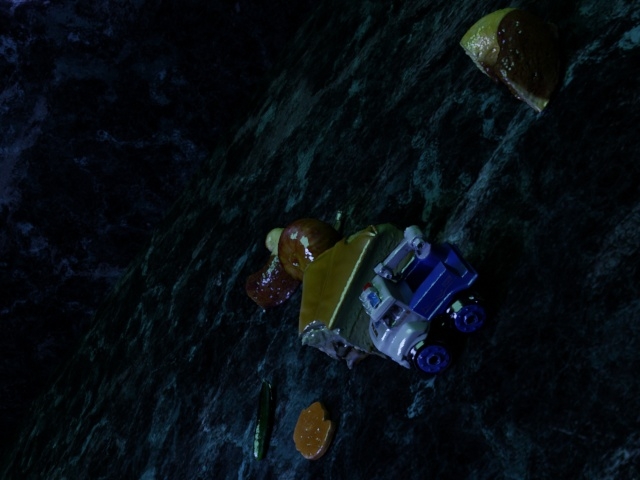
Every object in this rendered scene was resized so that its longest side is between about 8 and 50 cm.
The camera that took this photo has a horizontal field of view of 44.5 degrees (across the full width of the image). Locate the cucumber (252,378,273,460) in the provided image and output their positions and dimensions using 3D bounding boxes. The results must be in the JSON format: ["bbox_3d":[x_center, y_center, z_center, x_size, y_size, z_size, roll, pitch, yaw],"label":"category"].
[{"bbox_3d":[-0.121,0.384,1.683,0.036,0.033,0.184,-14,47,24],"label":"cucumber"}]

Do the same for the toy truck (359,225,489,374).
[{"bbox_3d":[0.160,0.099,1.303,0.213,0.177,0.161,-52,28,15],"label":"toy truck"}]

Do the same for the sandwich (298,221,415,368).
[{"bbox_3d":[0.084,0.111,1.455,0.227,0.155,0.198,-37,36,40],"label":"sandwich"}]

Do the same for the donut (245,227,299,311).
[{"bbox_3d":[-0.100,0.054,1.919,0.141,0.085,0.217,-18,46,55],"label":"donut"}]

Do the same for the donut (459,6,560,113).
[{"bbox_3d":[0.368,-0.366,1.478,0.151,0.112,0.295,-54,28,18],"label":"donut"}]

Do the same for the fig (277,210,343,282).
[{"bbox_3d":[-0.015,0.022,1.752,0.149,0.148,0.202,-20,-4,13],"label":"fig"}]

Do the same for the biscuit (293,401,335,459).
[{"bbox_3d":[-0.013,0.369,1.515,0.102,0.019,0.130,-60,26,2],"label":"biscuit"}]
